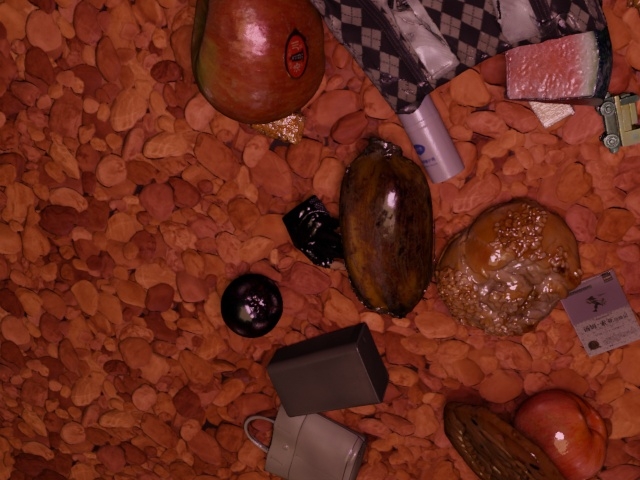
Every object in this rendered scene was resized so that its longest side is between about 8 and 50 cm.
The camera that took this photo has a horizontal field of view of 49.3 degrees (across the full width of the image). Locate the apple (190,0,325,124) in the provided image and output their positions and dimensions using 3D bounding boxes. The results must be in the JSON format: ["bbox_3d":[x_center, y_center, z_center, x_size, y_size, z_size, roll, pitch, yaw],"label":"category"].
[{"bbox_3d":[-0.112,-0.379,1.325,0.250,0.277,0.309,3,135,-19],"label":"apple"}]

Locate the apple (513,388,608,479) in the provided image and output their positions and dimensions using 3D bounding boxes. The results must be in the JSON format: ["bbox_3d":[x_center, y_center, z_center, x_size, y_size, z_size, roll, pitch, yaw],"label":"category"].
[{"bbox_3d":[0.531,0.427,1.527,0.209,0.209,0.164,45,116,-7],"label":"apple"}]

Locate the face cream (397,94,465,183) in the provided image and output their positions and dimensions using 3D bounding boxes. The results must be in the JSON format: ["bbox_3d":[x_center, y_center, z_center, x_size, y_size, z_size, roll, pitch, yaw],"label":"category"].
[{"bbox_3d":[0.203,-0.240,1.404,0.077,0.077,0.250,-25,102,20],"label":"face cream"}]

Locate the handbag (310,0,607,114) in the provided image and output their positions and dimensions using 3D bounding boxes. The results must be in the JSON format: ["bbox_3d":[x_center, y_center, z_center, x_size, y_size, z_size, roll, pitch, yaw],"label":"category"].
[{"bbox_3d":[0.224,-0.406,1.159,0.416,0.180,0.317,-19,125,28],"label":"handbag"}]

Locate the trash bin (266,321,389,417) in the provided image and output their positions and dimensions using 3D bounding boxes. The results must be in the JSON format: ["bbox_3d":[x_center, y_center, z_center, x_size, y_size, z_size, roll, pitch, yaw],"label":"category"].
[{"bbox_3d":[0.016,0.309,1.642,0.240,0.122,0.164,-16,106,20],"label":"trash bin"}]

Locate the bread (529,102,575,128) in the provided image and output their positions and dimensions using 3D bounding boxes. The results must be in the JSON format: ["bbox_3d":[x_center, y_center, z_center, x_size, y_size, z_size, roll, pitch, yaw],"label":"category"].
[{"bbox_3d":[0.431,-0.296,1.359,0.068,0.028,0.154,-30,103,22],"label":"bread"}]

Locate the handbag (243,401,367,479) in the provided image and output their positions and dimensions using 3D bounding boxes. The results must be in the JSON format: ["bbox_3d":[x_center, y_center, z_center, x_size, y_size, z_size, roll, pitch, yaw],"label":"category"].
[{"bbox_3d":[-0.046,0.520,1.775,0.315,0.109,0.241,21,114,18],"label":"handbag"}]

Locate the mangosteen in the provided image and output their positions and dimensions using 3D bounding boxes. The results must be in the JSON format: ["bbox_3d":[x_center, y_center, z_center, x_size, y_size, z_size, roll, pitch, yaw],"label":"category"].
[{"bbox_3d":[-0.161,0.150,1.617,0.152,0.152,0.152,4,112,11],"label":"mangosteen"}]

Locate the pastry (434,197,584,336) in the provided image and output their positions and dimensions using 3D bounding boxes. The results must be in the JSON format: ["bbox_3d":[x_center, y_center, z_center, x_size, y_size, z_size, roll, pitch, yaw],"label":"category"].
[{"bbox_3d":[0.384,0.069,1.442,0.255,0.162,0.311,40,113,-2],"label":"pastry"}]

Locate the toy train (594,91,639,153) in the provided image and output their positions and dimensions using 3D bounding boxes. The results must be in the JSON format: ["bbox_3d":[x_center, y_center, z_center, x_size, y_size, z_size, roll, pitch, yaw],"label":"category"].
[{"bbox_3d":[0.574,-0.230,1.341,0.081,0.050,0.122,-12,108,12],"label":"toy train"}]

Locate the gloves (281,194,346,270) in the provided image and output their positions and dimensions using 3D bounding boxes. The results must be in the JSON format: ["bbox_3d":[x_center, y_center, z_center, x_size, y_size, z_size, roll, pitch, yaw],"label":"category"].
[{"bbox_3d":[0.001,0.000,1.529,0.129,0.106,0.181,-35,96,20],"label":"gloves"}]

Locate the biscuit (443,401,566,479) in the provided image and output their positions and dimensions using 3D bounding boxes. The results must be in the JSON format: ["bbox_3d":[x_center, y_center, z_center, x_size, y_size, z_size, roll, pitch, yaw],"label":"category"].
[{"bbox_3d":[0.408,0.494,1.545,0.046,0.359,0.359,-40,101,-21],"label":"biscuit"}]

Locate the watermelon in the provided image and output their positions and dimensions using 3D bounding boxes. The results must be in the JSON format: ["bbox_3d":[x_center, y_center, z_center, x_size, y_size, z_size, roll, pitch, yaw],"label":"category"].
[{"bbox_3d":[0.407,-0.358,1.256,0.226,0.148,0.318,-36,96,12],"label":"watermelon"}]

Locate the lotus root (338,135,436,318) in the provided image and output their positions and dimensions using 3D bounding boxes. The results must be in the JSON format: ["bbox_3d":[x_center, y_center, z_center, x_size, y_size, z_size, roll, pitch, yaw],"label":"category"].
[{"bbox_3d":[0.136,-0.022,1.447,0.195,0.179,0.398,5,113,21],"label":"lotus root"}]

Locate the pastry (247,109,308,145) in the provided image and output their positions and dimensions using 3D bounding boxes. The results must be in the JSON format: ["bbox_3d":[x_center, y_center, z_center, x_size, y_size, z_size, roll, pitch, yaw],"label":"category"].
[{"bbox_3d":[-0.101,-0.255,1.479,0.140,0.056,0.080,17,102,8],"label":"pastry"}]

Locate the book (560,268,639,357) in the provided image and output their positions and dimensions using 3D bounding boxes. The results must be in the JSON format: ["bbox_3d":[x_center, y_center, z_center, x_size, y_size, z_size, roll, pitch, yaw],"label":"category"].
[{"bbox_3d":[0.604,0.159,1.506,0.127,0.014,0.182,-25,104,21],"label":"book"}]

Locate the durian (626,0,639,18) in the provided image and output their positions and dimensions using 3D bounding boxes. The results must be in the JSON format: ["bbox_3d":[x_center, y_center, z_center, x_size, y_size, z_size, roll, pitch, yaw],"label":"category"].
[{"bbox_3d":[0.636,-0.454,1.211,0.260,0.154,0.186,-5,135,23],"label":"durian"}]
